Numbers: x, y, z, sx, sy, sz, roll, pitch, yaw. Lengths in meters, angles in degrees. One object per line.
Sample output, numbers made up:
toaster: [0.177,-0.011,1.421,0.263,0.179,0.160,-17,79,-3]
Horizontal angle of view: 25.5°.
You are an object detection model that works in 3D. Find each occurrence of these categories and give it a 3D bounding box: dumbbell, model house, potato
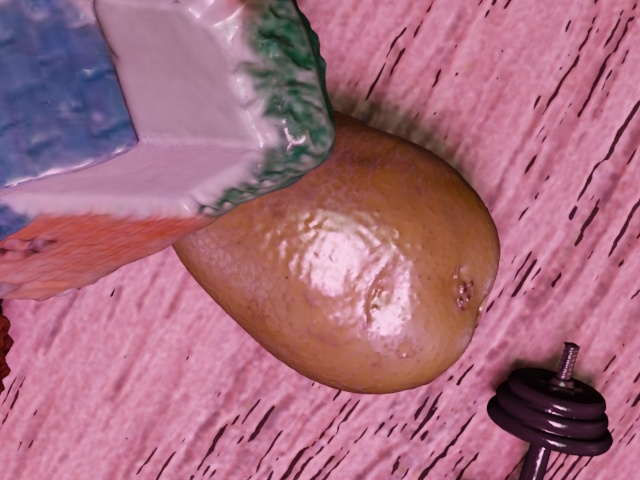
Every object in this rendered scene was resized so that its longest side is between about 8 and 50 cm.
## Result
dumbbell: [0.160,0.175,1.064,0.099,0.099,0.209,14,102,-7]
model house: [-0.191,-0.085,0.808,0.267,0.325,0.194,-24,80,32]
potato: [0.000,0.000,0.984,0.251,0.159,0.174,26,71,3]

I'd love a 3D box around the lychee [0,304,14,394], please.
lychee: [-0.335,0.068,0.938,0.271,0.271,0.271,-1,103,-4]
